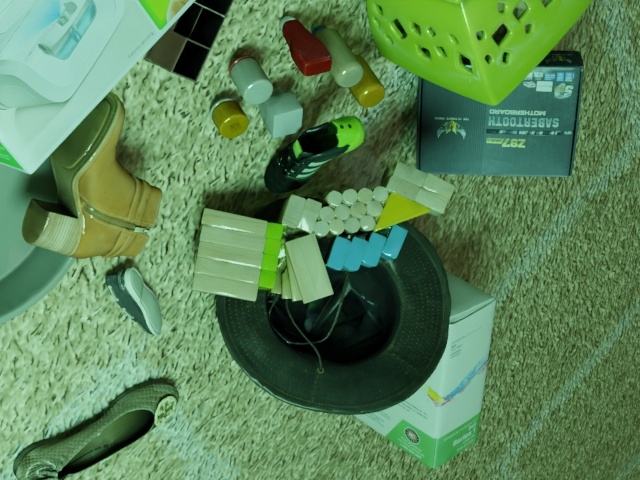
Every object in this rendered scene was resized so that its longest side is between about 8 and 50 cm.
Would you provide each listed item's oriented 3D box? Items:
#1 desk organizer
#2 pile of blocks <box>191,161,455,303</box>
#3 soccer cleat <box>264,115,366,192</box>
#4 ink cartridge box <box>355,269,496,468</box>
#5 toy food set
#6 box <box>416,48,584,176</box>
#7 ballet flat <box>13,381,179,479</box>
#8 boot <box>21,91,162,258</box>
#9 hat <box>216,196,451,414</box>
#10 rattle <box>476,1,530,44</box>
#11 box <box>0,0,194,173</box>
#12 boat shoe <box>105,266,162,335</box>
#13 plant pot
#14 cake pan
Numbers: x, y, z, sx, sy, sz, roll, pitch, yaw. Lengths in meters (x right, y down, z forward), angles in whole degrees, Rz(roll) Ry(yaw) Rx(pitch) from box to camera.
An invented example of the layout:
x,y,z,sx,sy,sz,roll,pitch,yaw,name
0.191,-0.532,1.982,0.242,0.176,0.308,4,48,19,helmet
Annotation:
x,y,z,sx,sy,sz,roll,pitch,yaw,name
-0.147,-0.254,1.399,0.047,0.050,0.130,17,101,-51,desk organizer
0.000,0.000,1.592,0.362,0.112,0.148,-14,88,-9,pile of blocks
-0.021,-0.113,1.563,0.179,0.060,0.072,-30,164,37,soccer cleat
0.151,0.180,1.886,0.117,0.201,0.278,-23,129,-38,ink cartridge box
-0.039,-0.214,1.534,0.232,0.104,0.111,-17,142,-18,toy food set
0.257,-0.185,1.762,0.059,0.233,0.183,-81,172,-55,box
-0.282,0.261,1.585,0.250,0.058,0.084,-24,131,-36,ballet flat
-0.229,-0.067,1.334,0.152,0.073,0.197,11,117,-49,boot
0.009,0.101,1.687,0.331,0.331,0.134,-41,177,-22,hat
0.316,-0.338,1.781,0.130,0.143,0.199,21,104,-37,rattle
-0.288,-0.241,1.153,0.262,0.127,0.231,-51,132,-21,box
-0.235,0.080,1.534,0.125,0.038,0.046,67,21,-52,boat shoe
0.188,-0.347,1.561,0.228,0.227,0.207,-47,139,-13,plant pot
-0.373,-0.038,1.293,0.293,0.054,0.293,-26,132,-34,cake pan
